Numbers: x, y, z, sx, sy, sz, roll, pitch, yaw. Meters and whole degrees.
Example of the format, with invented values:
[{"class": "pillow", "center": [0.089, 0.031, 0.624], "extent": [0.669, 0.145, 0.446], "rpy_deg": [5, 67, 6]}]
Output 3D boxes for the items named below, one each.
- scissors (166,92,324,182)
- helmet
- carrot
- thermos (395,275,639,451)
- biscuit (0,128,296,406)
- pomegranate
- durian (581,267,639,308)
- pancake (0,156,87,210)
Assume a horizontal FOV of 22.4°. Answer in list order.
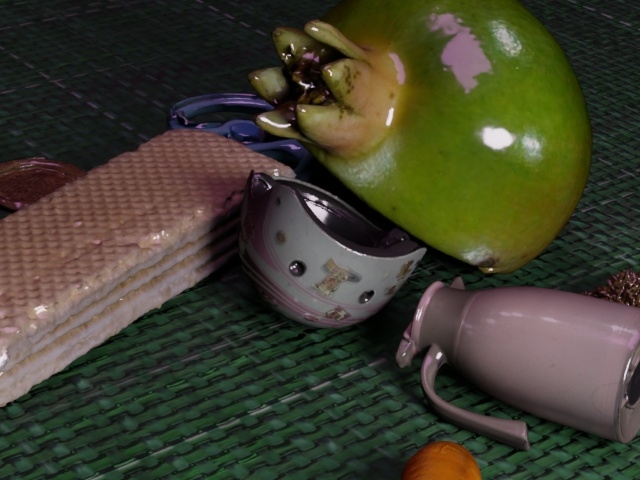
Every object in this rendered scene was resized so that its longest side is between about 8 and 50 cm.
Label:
[{"class": "scissors", "center": [0.029, -0.114, 1.688], "extent": [0.392, 0.032, 0.180], "rpy_deg": [-8, 38, -25]}, {"class": "helmet", "center": [-0.004, 0.015, 1.366], "extent": [0.153, 0.107, 0.177], "rpy_deg": [21, 5, -16]}, {"class": "carrot", "center": [0.049, 0.213, 1.067], "extent": [0.066, 0.062, 0.271], "rpy_deg": [43, 38, -1]}, {"class": "thermos", "center": [0.156, 0.096, 1.270], "extent": [0.193, 0.105, 0.137], "rpy_deg": [15, 60, 24]}, {"class": "biscuit", "center": [-0.186, 0.013, 1.367], "extent": [0.144, 0.079, 0.426], "rpy_deg": [22, 33, 26]}, {"class": "pomegranate", "center": [0.099, -0.137, 1.466], "extent": [0.358, 0.216, 0.310], "rpy_deg": [20, 23, -50]}, {"class": "durian", "center": [0.271, 0.064, 1.372], "extent": [0.110, 0.071, 0.140], "rpy_deg": [10, 33, 8]}, {"class": "pancake", "center": [-0.273, -0.054, 1.546], "extent": [0.114, 0.011, 0.115], "rpy_deg": [6, 27, -3]}]
